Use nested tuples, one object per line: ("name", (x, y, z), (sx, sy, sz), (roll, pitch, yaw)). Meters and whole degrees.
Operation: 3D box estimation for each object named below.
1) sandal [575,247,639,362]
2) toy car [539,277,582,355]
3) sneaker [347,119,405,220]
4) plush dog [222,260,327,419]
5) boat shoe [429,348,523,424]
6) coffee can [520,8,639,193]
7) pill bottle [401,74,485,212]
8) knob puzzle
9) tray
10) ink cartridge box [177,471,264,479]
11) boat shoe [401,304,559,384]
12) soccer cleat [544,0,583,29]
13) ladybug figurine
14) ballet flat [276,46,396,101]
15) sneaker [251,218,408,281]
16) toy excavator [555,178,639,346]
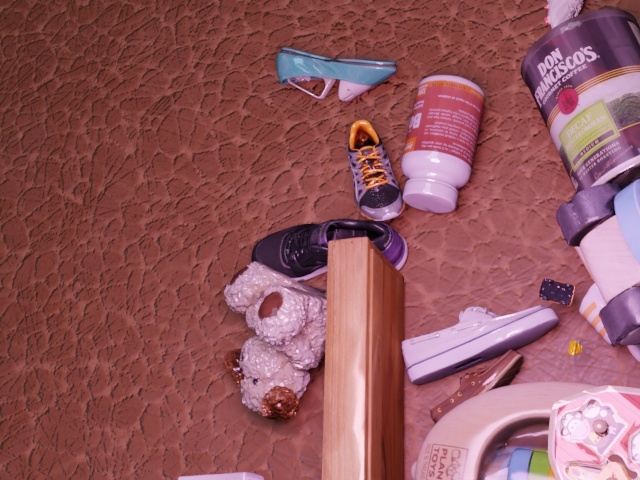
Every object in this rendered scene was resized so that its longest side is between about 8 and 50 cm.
("sandal", (0.436, 0.080, 1.667), (0.076, 0.102, 0.265), (-40, 65, 37))
("toy car", (0.372, 0.118, 1.656), (0.060, 0.040, 0.122), (-8, 80, 36))
("sneaker", (0.087, -0.121, 1.863), (0.084, 0.083, 0.215), (-17, 50, -2))
("plush dog", (-0.063, 0.184, 1.797), (0.225, 0.210, 0.262), (-66, 24, 4))
("boat shoe", (0.245, 0.233, 1.700), (0.178, 0.064, 0.060), (-46, 63, 3))
("coffee can", (0.461, -0.196, 1.700), (0.201, 0.201, 0.275), (-24, 63, 12))
("pill bottle", (0.205, -0.163, 1.837), (0.121, 0.121, 0.216), (6, 72, 24))
("knob puzzle", (0.393, 0.279, 1.458), (0.213, 0.030, 0.213), (-8, 66, 19))
("tray", (0.074, 0.222, 1.694), (0.076, 0.203, 0.411), (-5, 68, 20))
("ink cartridge box", (-0.216, 0.535, 1.741), (0.261, 0.066, 0.296), (-12, 66, 30))
("boat shoe", (0.248, 0.147, 1.715), (0.258, 0.095, 0.084), (-23, 68, 11))
("soccer cleat", (0.430, -0.410, 1.875), (0.076, 0.068, 0.196), (-6, 65, 17))
("ladybug figurine", (0.353, 0.363, 1.550), (0.449, 0.162, 0.305), (6, 72, 24))
("ballet flat", (0.028, -0.303, 1.998), (0.247, 0.083, 0.087), (12, 99, 26))
("sneaker", (0.000, 0.000, 1.855), (0.283, 0.124, 0.107), (-5, 68, 20))
("toy excavator", (0.639, -0.029, 1.532), (0.445, 0.433, 0.222), (-38, 57, 37))
